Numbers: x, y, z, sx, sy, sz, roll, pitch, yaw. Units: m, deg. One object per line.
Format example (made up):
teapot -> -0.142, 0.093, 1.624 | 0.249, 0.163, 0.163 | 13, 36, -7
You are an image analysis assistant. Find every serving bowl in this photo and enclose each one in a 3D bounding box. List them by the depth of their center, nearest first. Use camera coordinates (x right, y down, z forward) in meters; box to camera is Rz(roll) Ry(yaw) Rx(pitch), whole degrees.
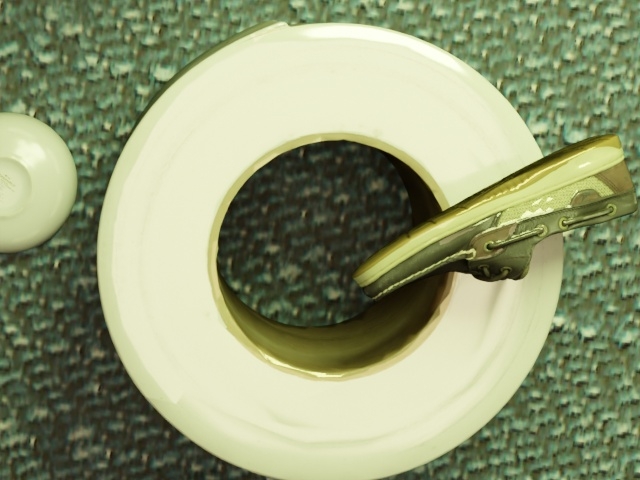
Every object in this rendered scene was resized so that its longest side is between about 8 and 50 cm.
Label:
serving bowl -> -0.184, -0.033, 1.141 | 0.083, 0.027, 0.083 | 0, 97, -4

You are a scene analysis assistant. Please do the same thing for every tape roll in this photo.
tape roll -> 0.000, 0.000, 1.088 | 0.246, 0.169, 0.246 | -1, 97, -4

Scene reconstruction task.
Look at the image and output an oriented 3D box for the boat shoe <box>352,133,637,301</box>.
boat shoe -> 0.091, -0.002, 0.981 | 0.152, 0.056, 0.049 | -27, 93, -3
